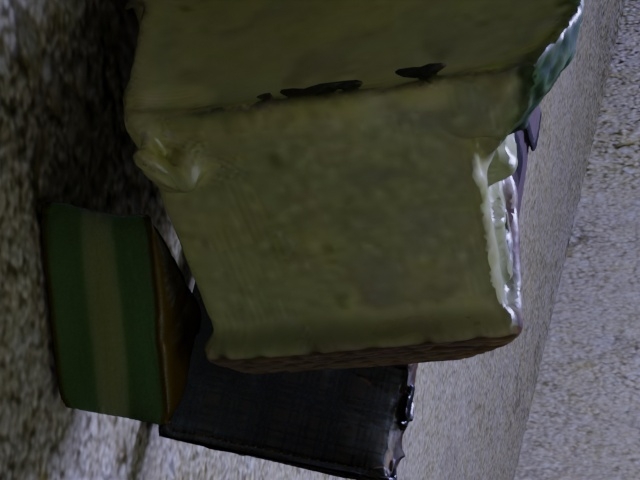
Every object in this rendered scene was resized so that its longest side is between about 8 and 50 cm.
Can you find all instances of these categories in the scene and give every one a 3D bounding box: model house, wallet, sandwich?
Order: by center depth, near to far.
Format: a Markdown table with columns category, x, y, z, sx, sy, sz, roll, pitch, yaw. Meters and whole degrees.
| category | x | y | z | sx | sy | sz | roll | pitch | yaw |
| --- | --- | --- | --- | --- | --- | --- | --- | --- | --- |
| sandwich | -0.118 | 0.042 | 0.996 | 0.116 | 0.074 | 0.074 | 70 | 31 | -59 |
| model house | 0.038 | -0.072 | 1.061 | 0.321 | 0.261 | 0.266 | -86 | 167 | -50 |
| wallet | 0.000 | 0.000 | 1.236 | 0.044 | 0.169 | 0.317 | 96 | 5 | -73 |

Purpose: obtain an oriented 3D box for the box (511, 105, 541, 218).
| category | x | y | z | sx | sy | sz | roll | pitch | yaw |
| --- | --- | --- | --- | --- | --- | --- | --- | --- | --- |
| box | 0.067 | -0.086 | 1.420 | 0.252 | 0.188 | 0.153 | 56 | 43 | -73 |
